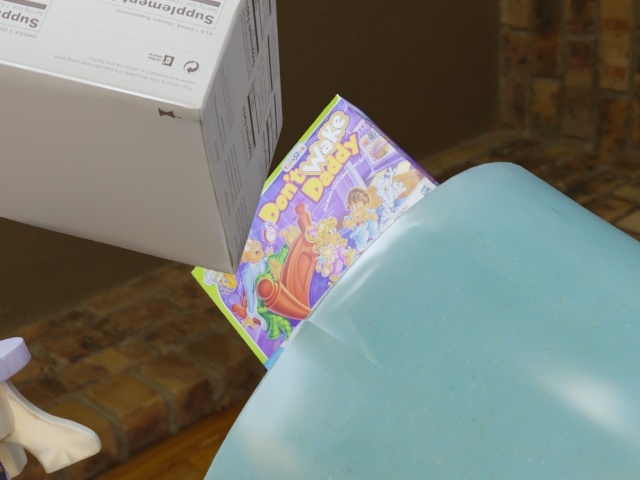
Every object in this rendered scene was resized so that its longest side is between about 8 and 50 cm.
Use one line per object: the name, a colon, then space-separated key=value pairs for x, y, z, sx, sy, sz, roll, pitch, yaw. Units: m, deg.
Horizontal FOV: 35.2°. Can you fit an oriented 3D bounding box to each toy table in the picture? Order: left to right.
toy table: x=-0.406 y=0.225 z=1.194 sx=0.252 sy=0.274 sz=0.161 roll=-21 pitch=-85 yaw=6

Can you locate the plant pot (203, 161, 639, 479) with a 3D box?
plant pot: x=0.113 y=0.149 z=0.417 sx=0.293 sy=0.235 sz=0.293 roll=-42 pitch=-31 yaw=-32

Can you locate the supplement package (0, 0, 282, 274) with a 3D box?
supplement package: x=-0.145 y=-0.107 z=0.703 sx=0.262 sy=0.204 sz=0.145 roll=91 pitch=-167 yaw=-67

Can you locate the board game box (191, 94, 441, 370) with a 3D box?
board game box: x=0.000 y=0.000 z=1.441 sx=0.347 sy=0.233 sz=0.078 roll=-50 pitch=-33 yaw=11

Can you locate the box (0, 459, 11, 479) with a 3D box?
box: x=-0.321 y=0.174 z=0.566 sx=0.247 sy=0.142 sz=0.163 roll=-30 pitch=-7 yaw=1
